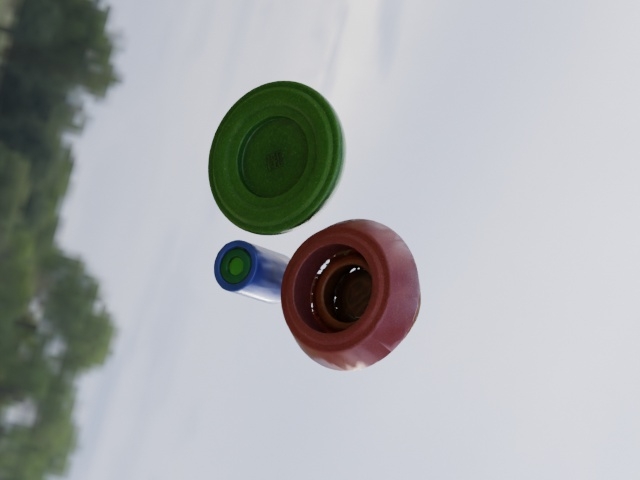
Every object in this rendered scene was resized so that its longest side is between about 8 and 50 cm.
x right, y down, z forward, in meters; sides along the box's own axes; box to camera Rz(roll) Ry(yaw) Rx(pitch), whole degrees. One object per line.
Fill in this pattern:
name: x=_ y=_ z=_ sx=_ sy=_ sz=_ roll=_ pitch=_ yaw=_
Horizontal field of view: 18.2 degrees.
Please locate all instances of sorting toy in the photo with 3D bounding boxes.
sorting toy: x=0.000 y=0.000 z=0.651 sx=0.061 sy=0.042 sz=0.102 roll=-34 pitch=-116 yaw=21
